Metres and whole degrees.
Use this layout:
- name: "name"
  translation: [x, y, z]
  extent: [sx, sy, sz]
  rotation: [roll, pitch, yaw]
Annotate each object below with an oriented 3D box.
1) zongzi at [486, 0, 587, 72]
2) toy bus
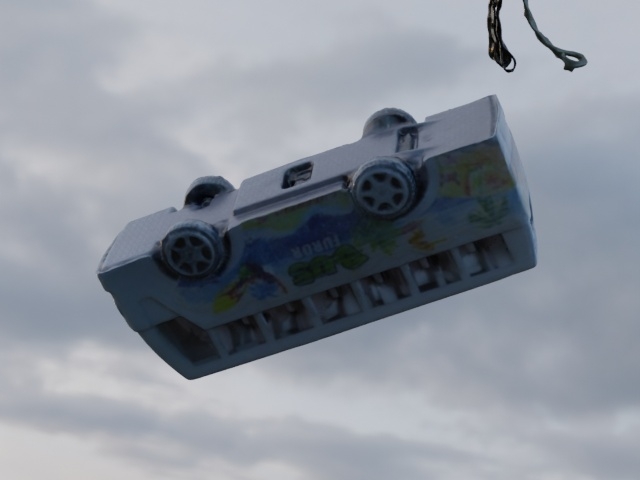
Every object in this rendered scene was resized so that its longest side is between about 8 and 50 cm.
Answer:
- name: "zongzi"
  translation: [0.090, -0.364, 0.975]
  extent: [0.418, 0.181, 0.447]
  rotation: [32, -27, 7]
- name: "toy bus"
  translation: [0.000, 0.000, 1.044]
  extent: [0.329, 0.109, 0.136]
  rotation: [-19, -67, 15]
